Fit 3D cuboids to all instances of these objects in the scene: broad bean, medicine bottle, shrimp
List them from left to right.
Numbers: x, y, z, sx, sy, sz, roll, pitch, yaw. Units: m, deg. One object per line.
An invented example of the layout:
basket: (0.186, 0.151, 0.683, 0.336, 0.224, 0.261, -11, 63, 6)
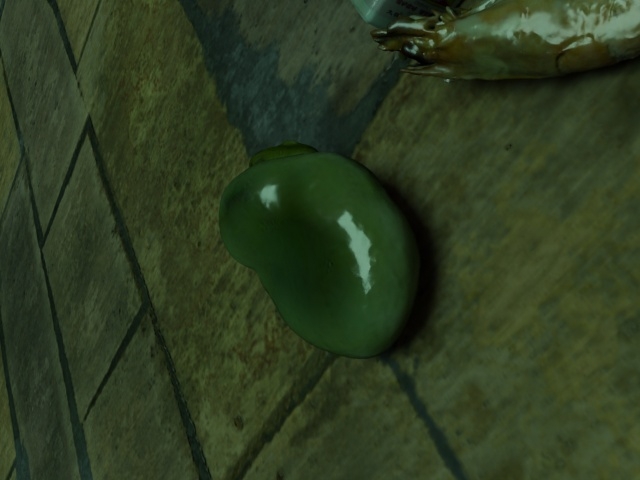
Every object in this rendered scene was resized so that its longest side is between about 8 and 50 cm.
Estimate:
broad bean: (0.000, 0.000, 0.564, 0.228, 0.100, 0.169, 53, 134, 26)
medicine bottle: (0.082, -0.216, 0.497, 0.118, 0.074, 0.055, -50, 49, 34)
shrimp: (0.132, -0.171, 0.429, 0.236, 0.053, 0.133, -1, 100, 43)
